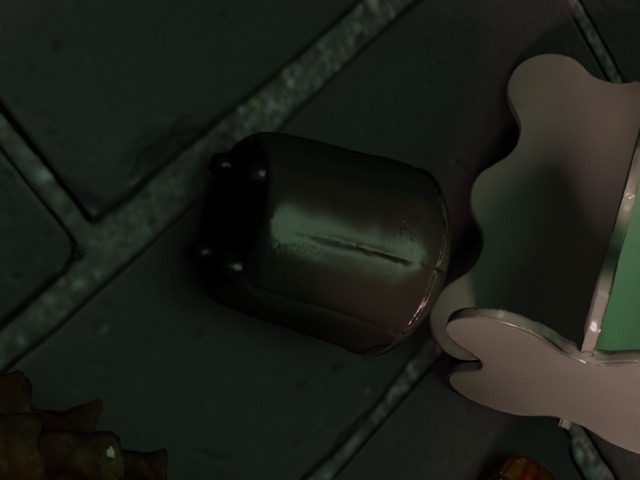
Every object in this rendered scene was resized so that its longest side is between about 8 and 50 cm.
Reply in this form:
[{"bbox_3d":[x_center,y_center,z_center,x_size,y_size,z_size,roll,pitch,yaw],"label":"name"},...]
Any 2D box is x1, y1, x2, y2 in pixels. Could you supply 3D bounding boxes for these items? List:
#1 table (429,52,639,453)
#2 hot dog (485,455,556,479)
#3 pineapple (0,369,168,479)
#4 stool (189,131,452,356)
[{"bbox_3d":[0.161,-0.008,0.601,0.166,0.166,0.198,34,64,-28],"label":"table"},{"bbox_3d":[0.136,0.187,0.644,0.062,0.038,0.144,-42,111,-26],"label":"hot dog"},{"bbox_3d":[-0.084,0.179,0.422,0.357,0.222,0.223,29,74,-41],"label":"pineapple"},{"bbox_3d":[0.000,0.000,0.529,0.110,0.096,0.096,17,80,-26],"label":"stool"}]
